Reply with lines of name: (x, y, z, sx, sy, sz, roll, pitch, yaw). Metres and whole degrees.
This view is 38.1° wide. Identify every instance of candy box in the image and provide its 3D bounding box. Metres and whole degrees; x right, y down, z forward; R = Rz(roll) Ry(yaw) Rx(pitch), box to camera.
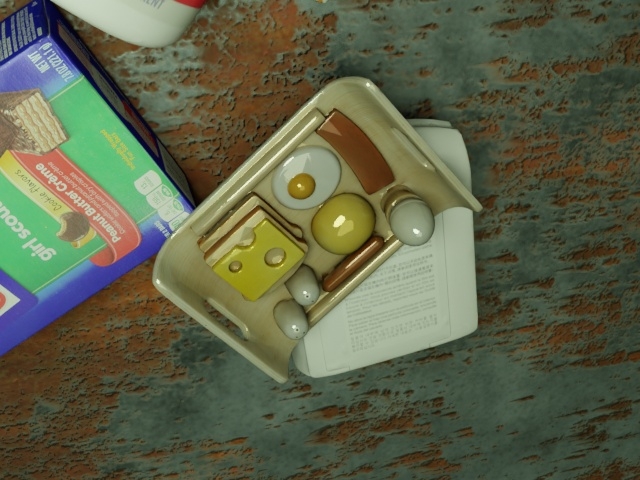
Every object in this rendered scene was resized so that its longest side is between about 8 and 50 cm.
candy box: (-0.333, -0.048, 0.971, 0.317, 0.122, 0.268, -32, 127, 4)

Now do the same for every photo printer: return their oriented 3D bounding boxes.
photo printer: (0.065, 0.003, 1.141, 0.255, 0.107, 0.308, -16, 123, -9)

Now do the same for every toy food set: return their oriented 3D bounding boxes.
toy food set: (0.000, 0.000, 0.994, 0.306, 0.092, 0.219, -43, 124, 8)

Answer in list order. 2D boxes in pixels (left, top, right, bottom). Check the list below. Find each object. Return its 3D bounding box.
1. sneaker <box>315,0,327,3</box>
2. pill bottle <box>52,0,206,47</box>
sneaker: (0.063, -0.373, 0.903, 0.321, 0.126, 0.127, -41, 120, 22)
pill bottle: (-0.110, -0.387, 0.772, 0.229, 0.229, 0.408, 28, 109, -30)
